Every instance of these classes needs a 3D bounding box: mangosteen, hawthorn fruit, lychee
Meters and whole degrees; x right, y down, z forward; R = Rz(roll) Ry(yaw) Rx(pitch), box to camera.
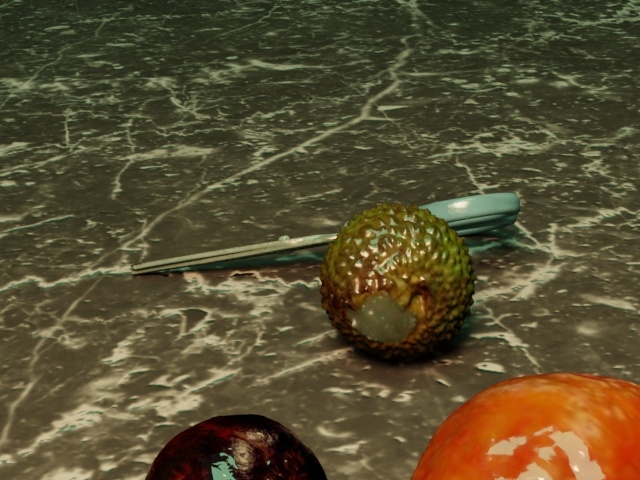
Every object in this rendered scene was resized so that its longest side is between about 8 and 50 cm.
[{"bbox_3d":[-0.066,0.203,0.771,0.153,0.152,0.152,-3,27,2],"label":"mangosteen"},{"bbox_3d":[0.170,0.213,0.617,0.242,0.241,0.272,-25,42,-36],"label":"hawthorn fruit"},{"bbox_3d":[0.073,0.034,1.052,0.171,0.171,0.171,-3,27,2],"label":"lychee"}]

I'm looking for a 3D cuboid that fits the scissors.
[{"bbox_3d":[0.000,0.000,1.206,0.447,0.029,0.192,-9,-6,7],"label":"scissors"}]
